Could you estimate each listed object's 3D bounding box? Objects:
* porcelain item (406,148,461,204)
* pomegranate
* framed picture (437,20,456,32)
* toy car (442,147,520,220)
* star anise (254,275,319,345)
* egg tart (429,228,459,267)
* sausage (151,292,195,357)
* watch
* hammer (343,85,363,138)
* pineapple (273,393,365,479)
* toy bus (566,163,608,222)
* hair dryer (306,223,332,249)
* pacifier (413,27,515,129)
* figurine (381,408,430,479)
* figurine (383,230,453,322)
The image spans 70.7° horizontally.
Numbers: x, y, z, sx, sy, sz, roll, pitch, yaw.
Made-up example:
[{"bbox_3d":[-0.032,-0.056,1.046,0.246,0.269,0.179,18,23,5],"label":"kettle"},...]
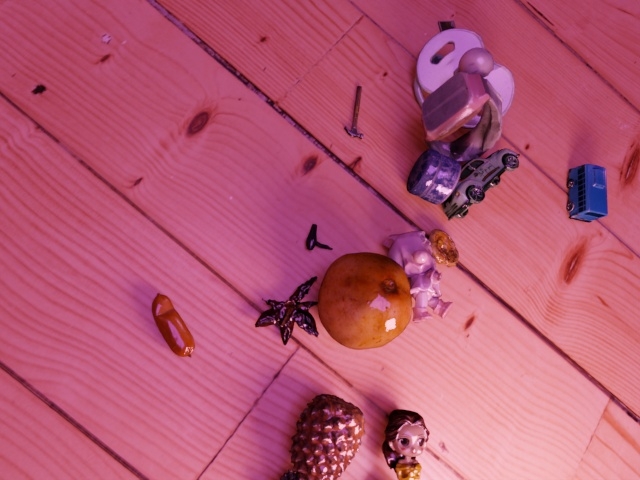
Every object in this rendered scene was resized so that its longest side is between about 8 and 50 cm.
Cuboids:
[{"bbox_3d":[0.335,-0.193,1.356,0.114,0.147,0.147,24,73,-7],"label":"porcelain item"},{"bbox_3d":[0.112,0.154,1.175,0.261,0.260,0.260,3,77,-13],"label":"pomegranate"},{"bbox_3d":[0.451,-0.731,1.581,0.066,0.006,0.089,-9,79,-15],"label":"framed picture"},{"bbox_3d":[0.485,-0.190,1.401,0.306,0.136,0.125,-42,81,-18],"label":"toy car"},{"bbox_3d":[-0.072,0.203,1.213,0.213,0.053,0.157,-23,83,-20],"label":"star anise"},{"bbox_3d":[0.362,0.026,1.354,0.129,0.049,0.128,20,55,-32],"label":"egg tart"},{"bbox_3d":[-0.374,0.218,1.136,0.062,0.054,0.183,-28,82,-50],"label":"sausage"},{"bbox_3d":[0.433,-0.345,1.353,0.241,0.253,0.161,24,52,-31],"label":"watch"},{"bbox_3d":[0.111,-0.407,1.419,0.062,0.017,0.181,10,74,-12],"label":"hammer"},{"bbox_3d":[-0.019,0.560,1.100,0.175,0.175,0.361,25,82,-7],"label":"pineapple"},{"bbox_3d":[0.896,-0.163,1.511,0.090,0.106,0.184,10,75,-9],"label":"toy bus"},{"bbox_3d":[0.000,0.000,1.297,0.083,0.031,0.078,24,63,-22],"label":"hair dryer"},{"bbox_3d":[0.448,-0.507,1.403,0.288,0.269,0.343,-43,87,6],"label":"pacifier"},{"bbox_3d":[0.216,0.592,1.134,0.188,0.168,0.315,0,78,14],"label":"figurine"},{"bbox_3d":[0.270,0.094,1.263,0.133,0.200,0.275,-20,64,9],"label":"figurine"}]
